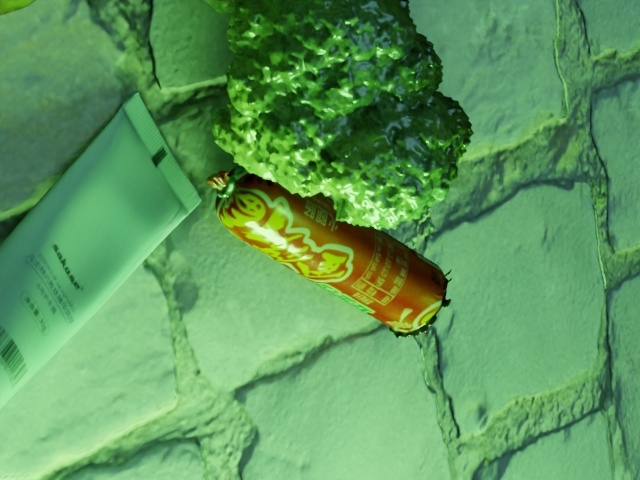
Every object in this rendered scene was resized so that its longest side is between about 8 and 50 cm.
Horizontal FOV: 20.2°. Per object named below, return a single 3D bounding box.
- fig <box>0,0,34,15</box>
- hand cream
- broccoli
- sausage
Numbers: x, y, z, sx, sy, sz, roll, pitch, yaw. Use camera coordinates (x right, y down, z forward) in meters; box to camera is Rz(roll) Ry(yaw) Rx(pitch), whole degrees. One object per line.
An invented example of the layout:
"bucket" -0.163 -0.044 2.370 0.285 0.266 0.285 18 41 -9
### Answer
"fig" -0.214 -0.238 1.292 0.245 0.149 0.149 -23 108 -63
"hand cream" -0.196 0.024 1.342 0.321 0.067 0.109 -51 123 -37
"broccoli" -0.015 -0.139 1.443 0.186 0.302 0.254 -41 111 -3
"sausage" 0.000 0.000 1.522 0.264 0.083 0.083 31 70 -39
